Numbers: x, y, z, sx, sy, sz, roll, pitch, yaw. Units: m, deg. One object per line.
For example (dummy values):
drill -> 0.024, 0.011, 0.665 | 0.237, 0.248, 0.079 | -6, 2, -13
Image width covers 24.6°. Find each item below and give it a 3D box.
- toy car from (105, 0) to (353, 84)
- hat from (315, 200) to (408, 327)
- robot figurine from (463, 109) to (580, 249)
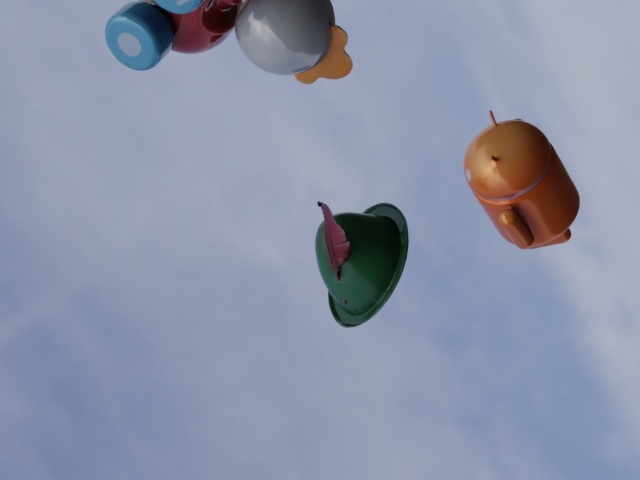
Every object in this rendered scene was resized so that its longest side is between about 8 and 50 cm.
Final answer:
toy car -> -0.073, -0.248, 1.647 | 0.238, 0.210, 0.219 | 42, -134, -4
hat -> 0.000, 0.000, 1.948 | 0.183, 0.208, 0.173 | 20, -147, -30
robot figurine -> 0.274, -0.079, 2.007 | 0.128, 0.158, 0.219 | 30, 165, 46
